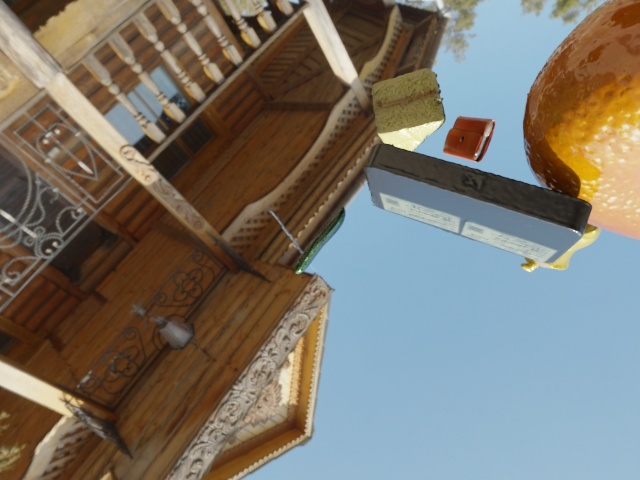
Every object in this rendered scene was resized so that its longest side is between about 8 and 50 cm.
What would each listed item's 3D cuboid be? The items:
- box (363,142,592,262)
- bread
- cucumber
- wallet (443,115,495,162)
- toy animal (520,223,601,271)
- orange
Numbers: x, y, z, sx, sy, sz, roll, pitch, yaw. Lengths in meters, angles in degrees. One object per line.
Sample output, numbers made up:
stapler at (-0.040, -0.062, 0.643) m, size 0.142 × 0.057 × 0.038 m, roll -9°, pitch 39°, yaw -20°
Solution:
box at (0.252, -0.060, 0.780) m, size 0.350 × 0.211 × 0.058 m, roll 20°, pitch -100°, yaw 17°
bread at (0.337, -0.451, 1.617) m, size 0.236 × 0.198 × 0.263 m, roll -16°, pitch -122°, yaw 24°
cucumber at (0.000, 0.000, 1.003) m, size 0.033 × 0.036 × 0.184 m, roll 40°, pitch -89°, yaw 14°
wallet at (0.498, -0.348, 1.520) m, size 0.204 × 0.045 × 0.142 m, roll -128°, pitch -125°, yaw -67°
toy animal at (0.639, 0.000, 1.197) m, size 0.229 × 0.156 × 0.156 m, roll -51°, pitch -153°, yaw 40°
orange at (0.537, -0.196, 0.678) m, size 0.424 × 0.424 × 0.326 m, roll 1°, pitch -128°, yaw 36°
